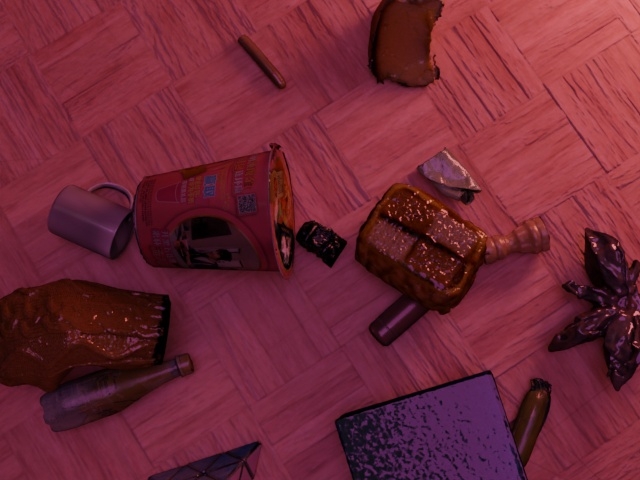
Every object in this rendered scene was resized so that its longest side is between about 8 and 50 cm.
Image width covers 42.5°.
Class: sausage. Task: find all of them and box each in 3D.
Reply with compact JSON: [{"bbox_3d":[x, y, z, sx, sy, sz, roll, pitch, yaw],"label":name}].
[{"bbox_3d":[-0.111,-0.343,1.582,0.024,0.024,0.132,-40,82,-5],"label":"sausage"}]

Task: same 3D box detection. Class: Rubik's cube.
[{"bbox_3d":[-0.175,0.414,1.390,0.211,0.178,0.190,38,80,5],"label":"Rubik's cube"}]

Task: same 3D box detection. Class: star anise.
[{"bbox_3d":[0.521,0.128,1.461,0.198,0.111,0.258,24,76,4],"label":"star anise"}]

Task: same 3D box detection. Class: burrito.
[{"bbox_3d":[0.241,-0.113,1.532,0.074,0.044,0.118,-38,80,-8],"label":"burrito"}]

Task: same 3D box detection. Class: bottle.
[{"bbox_3d":[0.152,0.130,1.490,0.140,0.053,0.053,-40,83,-6],"label":"bottle"},{"bbox_3d":[-0.356,0.262,1.462,0.269,0.083,0.083,-18,81,-6],"label":"bottle"}]

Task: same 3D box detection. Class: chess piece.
[{"bbox_3d":[0.352,0.003,1.507,0.122,0.066,0.066,-16,81,4],"label":"chess piece"}]

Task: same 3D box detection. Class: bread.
[{"bbox_3d":[0.182,0.010,1.460,0.222,0.096,0.181,33,68,17],"label":"bread"},{"bbox_3d":[0.160,-0.370,1.532,0.140,0.169,0.160,4,96,0],"label":"bread"}]

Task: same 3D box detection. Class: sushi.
[{"bbox_3d":[0.000,0.000,1.497,0.083,0.085,0.056,33,82,7],"label":"sushi"}]

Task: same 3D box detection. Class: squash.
[{"bbox_3d":[0.366,0.332,1.461,0.052,0.052,0.184,26,79,4],"label":"squash"}]

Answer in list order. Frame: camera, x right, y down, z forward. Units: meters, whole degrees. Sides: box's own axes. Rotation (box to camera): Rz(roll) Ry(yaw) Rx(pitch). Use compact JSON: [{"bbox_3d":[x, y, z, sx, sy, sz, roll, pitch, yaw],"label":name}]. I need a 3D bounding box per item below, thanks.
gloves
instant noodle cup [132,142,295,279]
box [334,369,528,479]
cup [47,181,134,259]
[{"bbox_3d":[-0.433,0.150,1.424,0.356,0.155,0.203,-8,42,1],"label":"gloves"},{"bbox_3d":[-0.183,-0.041,1.447,0.254,0.244,0.244,-3,81,8],"label":"instant noodle cup"},{"bbox_3d":[0.200,0.386,1.402,0.278,0.116,0.262,-18,80,9],"label":"box"},{"bbox_3d":[-0.409,-0.040,1.513,0.133,0.136,0.099,22,116,5],"label":"cup"}]
